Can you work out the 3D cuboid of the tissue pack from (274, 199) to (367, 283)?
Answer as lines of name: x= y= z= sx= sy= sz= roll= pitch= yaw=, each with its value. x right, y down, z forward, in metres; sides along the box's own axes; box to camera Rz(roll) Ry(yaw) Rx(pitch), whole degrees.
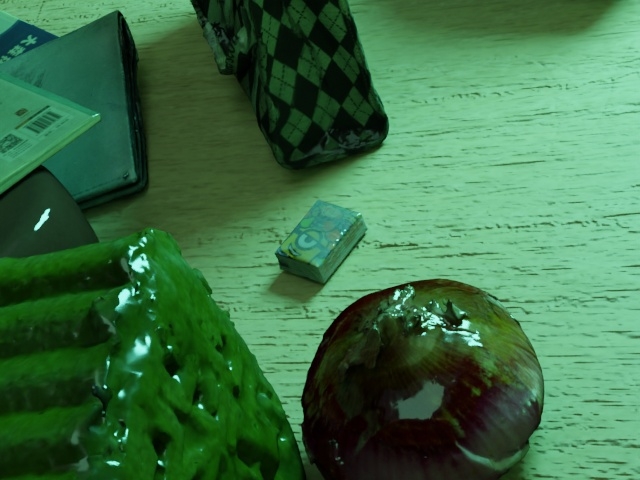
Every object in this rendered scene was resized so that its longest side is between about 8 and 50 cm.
tissue pack: x=0.000 y=0.000 z=1.427 sx=0.063 sy=0.035 sz=0.083 roll=17 pitch=57 yaw=36

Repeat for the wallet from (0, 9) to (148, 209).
wallet: x=-0.340 y=-0.136 z=1.705 sx=0.251 sy=0.054 sz=0.290 roll=-20 pitch=53 yaw=14

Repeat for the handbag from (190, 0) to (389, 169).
handbag: x=-0.068 y=-0.320 z=1.574 sx=0.180 sy=0.317 sz=0.416 roll=-21 pitch=42 yaw=-5

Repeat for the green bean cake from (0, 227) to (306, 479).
green bean cake: x=-0.147 y=0.185 z=1.090 sx=0.218 sy=0.335 sz=0.319 roll=-10 pitch=49 yaw=18

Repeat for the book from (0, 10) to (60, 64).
book: x=-0.522 y=-0.252 z=1.944 sx=0.322 sy=0.018 sz=0.228 roll=25 pitch=62 yaw=41

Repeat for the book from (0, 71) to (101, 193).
book: x=-0.396 y=-0.113 z=1.497 sx=0.215 sy=0.025 sz=0.282 roll=-39 pitch=40 yaw=-24

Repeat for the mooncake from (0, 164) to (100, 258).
mooncake: x=-0.390 y=0.048 z=1.459 sx=0.325 sy=0.174 sz=0.334 roll=-14 pitch=41 yaw=9

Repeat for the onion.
onion: x=0.077 y=0.119 z=1.178 sx=0.229 sy=0.163 sz=0.230 roll=-11 pitch=52 yaw=15
